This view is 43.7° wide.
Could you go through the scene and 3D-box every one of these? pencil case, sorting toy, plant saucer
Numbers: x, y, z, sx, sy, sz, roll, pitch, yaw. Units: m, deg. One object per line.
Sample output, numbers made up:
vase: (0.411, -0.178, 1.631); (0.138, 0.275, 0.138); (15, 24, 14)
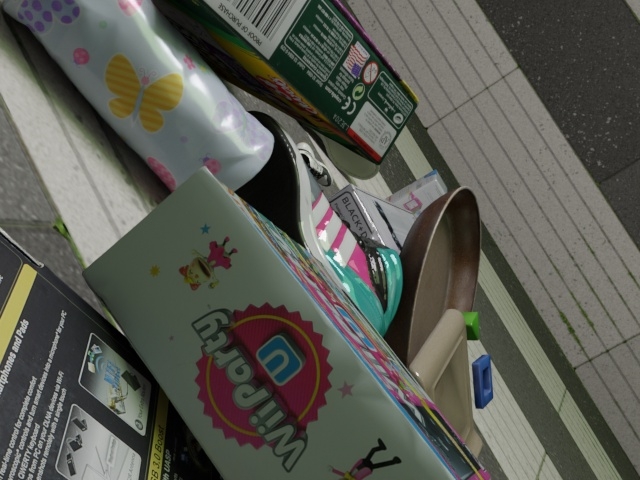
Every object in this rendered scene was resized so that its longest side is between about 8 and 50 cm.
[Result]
pencil case: (-0.161, -0.153, 0.745); (0.273, 0.113, 0.124); (49, 13, -24)
sorting toy: (0.143, 0.204, 0.962); (0.347, 0.047, 0.196); (-39, 121, -59)
plant saucer: (0.148, 0.079, 1.052); (0.310, 0.050, 0.311); (-37, 132, -56)

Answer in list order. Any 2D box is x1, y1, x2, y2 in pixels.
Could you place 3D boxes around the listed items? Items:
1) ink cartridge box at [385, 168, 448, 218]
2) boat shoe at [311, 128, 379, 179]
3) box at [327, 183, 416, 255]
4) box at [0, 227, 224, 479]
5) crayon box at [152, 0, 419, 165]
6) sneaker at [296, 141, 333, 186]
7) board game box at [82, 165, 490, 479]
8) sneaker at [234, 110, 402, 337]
ink cartridge box: (0.189, -0.081, 1.585); (0.052, 0.122, 0.088); (58, 17, -12)
boat shoe: (0.027, -0.203, 1.418); (0.228, 0.081, 0.069); (46, 24, -27)
box: (0.097, 0.027, 1.189); (0.169, 0.087, 0.290); (62, 17, 15)
box: (-0.142, 0.157, 0.267); (0.318, 0.097, 0.395); (50, 18, -28)
crayon box: (-0.097, -0.254, 0.908); (0.313, 0.106, 0.363); (33, -1, 36)
sneaker: (-0.015, -0.111, 1.237); (0.083, 0.032, 0.037); (48, 32, -14)
board game box: (0.005, 0.103, 0.530); (0.224, 0.097, 0.303); (51, 3, 19)
sneaker: (0.000, 0.000, 0.893); (0.178, 0.123, 0.296); (3, 63, -64)
